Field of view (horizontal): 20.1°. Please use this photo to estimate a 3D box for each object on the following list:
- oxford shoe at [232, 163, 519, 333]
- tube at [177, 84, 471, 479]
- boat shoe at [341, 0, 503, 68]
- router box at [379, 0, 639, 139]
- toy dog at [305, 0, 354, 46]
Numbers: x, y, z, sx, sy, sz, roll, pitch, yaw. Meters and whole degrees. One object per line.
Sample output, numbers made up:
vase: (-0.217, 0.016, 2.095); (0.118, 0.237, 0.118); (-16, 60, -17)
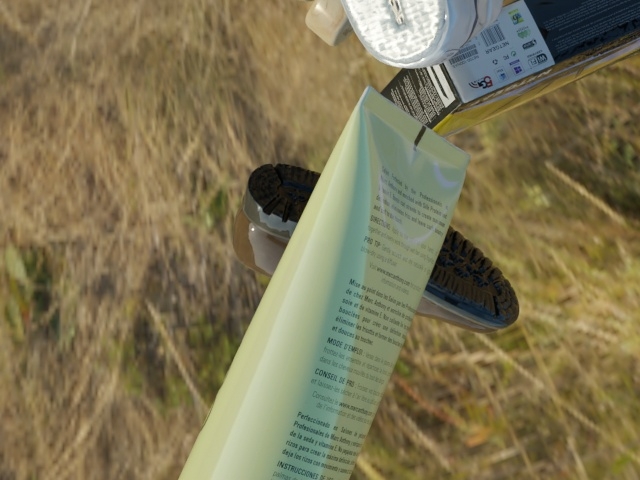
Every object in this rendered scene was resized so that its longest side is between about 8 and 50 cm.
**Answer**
oxford shoe: (0.041, 0.023, 1.376); (0.227, 0.083, 0.096); (23, 130, 0)
tube: (-0.010, 0.065, 0.671); (0.062, 0.070, 0.240); (24, 90, -10)
boat shoe: (0.021, -0.190, 0.810); (0.083, 0.076, 0.226); (-8, 103, 36)
router box: (0.131, -0.114, 1.063); (0.179, 0.133, 0.046); (-24, 86, -15)
toy dog: (0.032, -0.324, 1.604); (0.220, 0.161, 0.334); (48, 143, -12)
